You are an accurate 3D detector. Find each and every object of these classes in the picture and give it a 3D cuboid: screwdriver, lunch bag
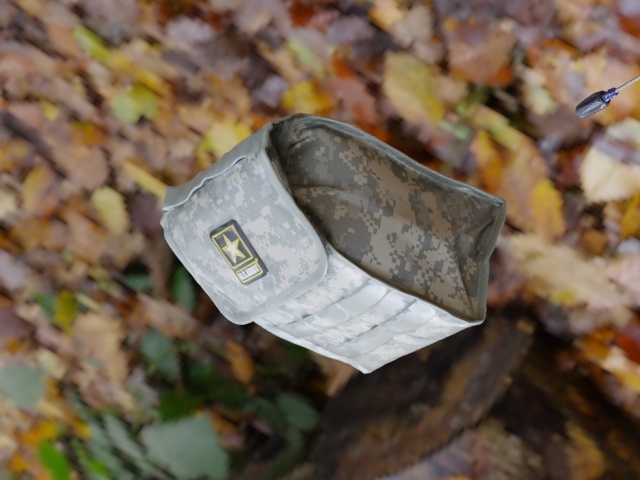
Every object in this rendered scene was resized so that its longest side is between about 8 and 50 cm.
[{"bbox_3d":[0.369,-0.185,2.133,0.025,0.024,0.170,16,154,-31],"label":"screwdriver"},{"bbox_3d":[0.000,0.000,1.758,0.287,0.169,0.235,25,152,-21],"label":"lunch bag"}]
